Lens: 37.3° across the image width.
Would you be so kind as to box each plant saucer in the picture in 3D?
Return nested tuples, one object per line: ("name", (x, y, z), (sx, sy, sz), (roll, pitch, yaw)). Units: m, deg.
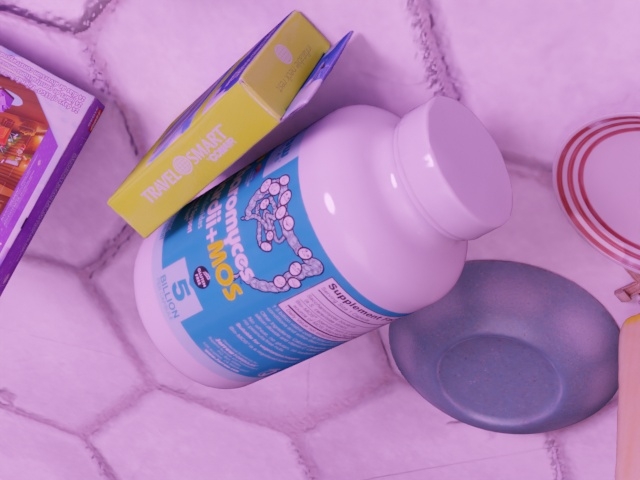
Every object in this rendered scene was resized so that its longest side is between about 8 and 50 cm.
("plant saucer", (0.147, 0.103, 0.770), (0.194, 0.037, 0.195), (11, 131, 12))

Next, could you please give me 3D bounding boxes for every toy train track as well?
("toy train track", (0.251, 0.027, 0.685), (0.048, 0.014, 0.083), (44, 128, -17))

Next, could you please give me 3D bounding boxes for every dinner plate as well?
("dinner plate", (0.222, -0.029, 0.627), (0.141, 0.017, 0.141), (27, 143, 22))

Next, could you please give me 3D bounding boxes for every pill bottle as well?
("pill bottle", (0.000, 0.000, 0.667), (0.264, 0.146, 0.146), (-29, 114, 35))

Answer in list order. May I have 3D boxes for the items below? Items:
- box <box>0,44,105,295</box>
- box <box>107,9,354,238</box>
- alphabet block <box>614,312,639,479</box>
("box", (-0.339, -0.087, 0.701), (0.293, 0.057, 0.201), (29, 88, -4))
("box", (-0.063, -0.083, 0.646), (0.042, 0.109, 0.178), (44, 129, -15))
("alphabet block", (0.325, 0.151, 0.634), (0.193, 0.197, 0.192), (-24, 120, 34))
